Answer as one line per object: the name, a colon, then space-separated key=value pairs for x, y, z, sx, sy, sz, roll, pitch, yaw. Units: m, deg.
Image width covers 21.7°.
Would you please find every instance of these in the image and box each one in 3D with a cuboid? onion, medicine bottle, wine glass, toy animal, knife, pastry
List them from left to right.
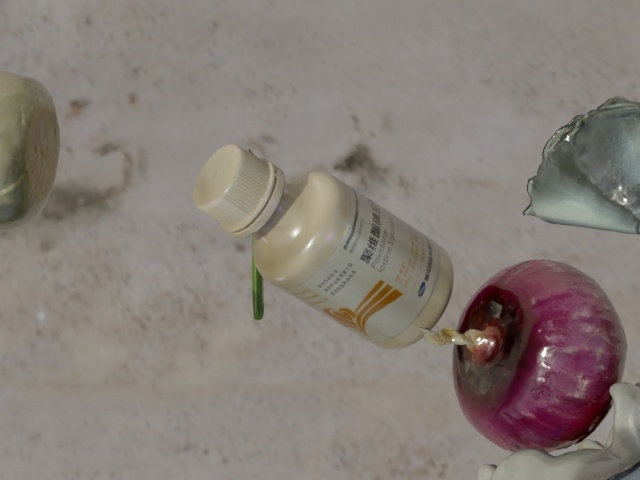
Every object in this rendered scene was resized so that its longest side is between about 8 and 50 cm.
pastry: x=-0.302 y=-0.087 z=1.594 sx=0.092 sy=0.156 sz=0.156 roll=9 pitch=117 yaw=11
knife: x=-0.066 y=-0.006 z=1.771 sx=0.026 sy=0.022 sz=0.184 roll=2 pitch=98 yaw=15
medicine bottle: x=0.000 y=0.000 z=1.505 sx=0.252 sy=0.114 sz=0.114 roll=32 pitch=103 yaw=-30
onion: x=0.194 y=0.104 z=1.510 sx=0.177 sy=0.177 sz=0.153 roll=-47 pitch=145 yaw=9
wine glass: x=0.242 y=-0.002 z=1.192 sx=0.122 sy=0.183 sz=0.122 roll=-20 pitch=140 yaw=-18
toy animal: x=0.294 y=0.218 z=1.435 sx=0.325 sy=0.154 sz=0.208 roll=-1 pitch=104 yaw=-12
